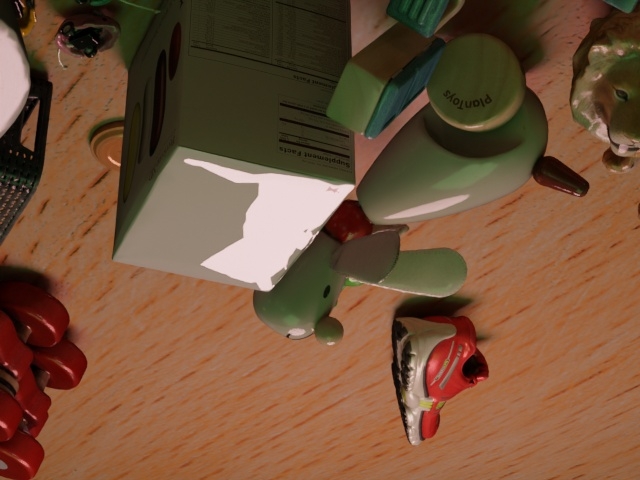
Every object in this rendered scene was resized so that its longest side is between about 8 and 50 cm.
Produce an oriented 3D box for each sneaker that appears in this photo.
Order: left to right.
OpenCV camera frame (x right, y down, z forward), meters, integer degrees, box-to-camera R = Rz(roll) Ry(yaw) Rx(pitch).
[{"bbox_3d":[0.157,0.181,1.696,0.118,0.107,0.279,-9,152,-3],"label":"sneaker"}]

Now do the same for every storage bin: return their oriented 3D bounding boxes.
[{"bbox_3d":[-0.322,-0.072,1.240,0.084,0.122,0.180,15,146,-25],"label":"storage bin"}]

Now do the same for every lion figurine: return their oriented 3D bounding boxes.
[{"bbox_3d":[0.394,-0.125,1.176,0.392,0.142,0.240,-9,143,-12],"label":"lion figurine"}]

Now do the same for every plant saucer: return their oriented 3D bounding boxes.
[{"bbox_3d":[-0.188,-0.090,1.318,0.084,0.013,0.083,0,149,0],"label":"plant saucer"}]

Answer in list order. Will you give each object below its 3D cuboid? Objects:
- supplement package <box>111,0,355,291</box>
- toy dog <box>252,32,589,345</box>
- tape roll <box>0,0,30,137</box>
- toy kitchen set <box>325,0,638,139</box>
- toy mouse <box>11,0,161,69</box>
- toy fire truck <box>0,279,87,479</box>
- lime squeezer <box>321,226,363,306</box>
[{"bbox_3d":[-0.076,-0.098,1.121,0.149,0.203,0.194,12,147,-20],"label":"supplement package"},{"bbox_3d":[0.104,-0.019,1.173,0.220,0.161,0.333,-12,143,-54],"label":"toy dog"},{"bbox_3d":[-0.345,-0.140,1.045,0.219,0.072,0.219,-16,147,-11],"label":"tape roll"},{"bbox_3d":[0.130,-0.156,0.992,0.166,0.122,0.207,31,125,10],"label":"toy kitchen set"},{"bbox_3d":[-0.204,-0.200,1.114,0.143,0.031,0.161,-4,149,6],"label":"toy mouse"},{"bbox_3d":[-0.439,0.147,1.596,0.254,0.169,0.302,15,150,10],"label":"toy fire truck"},{"bbox_3d":[0.000,0.000,1.450,0.110,0.058,0.310,18,162,31],"label":"lime squeezer"}]
